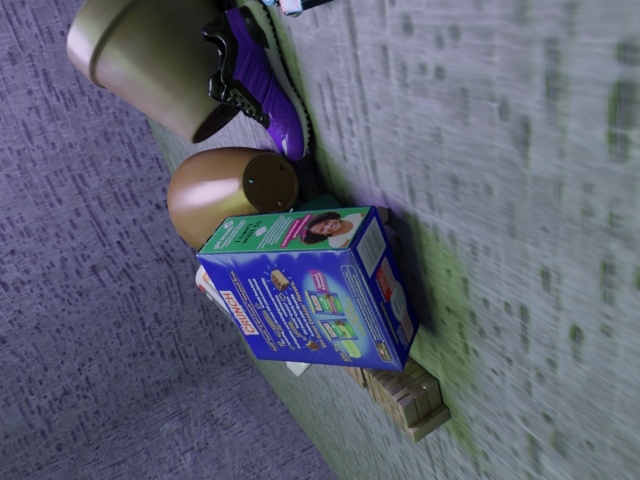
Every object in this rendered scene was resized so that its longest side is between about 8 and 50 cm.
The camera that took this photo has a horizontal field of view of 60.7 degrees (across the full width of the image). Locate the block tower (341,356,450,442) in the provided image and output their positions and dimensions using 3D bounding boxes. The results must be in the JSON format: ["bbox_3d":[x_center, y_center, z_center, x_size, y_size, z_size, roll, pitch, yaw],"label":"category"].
[{"bbox_3d":[0.122,0.267,1.143,0.335,0.090,0.097,35,148,54],"label":"block tower"}]

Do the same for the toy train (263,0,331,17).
[{"bbox_3d":[-0.043,-0.389,0.714,0.105,0.080,0.184,23,135,50],"label":"toy train"}]

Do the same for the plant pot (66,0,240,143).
[{"bbox_3d":[-0.289,-0.365,1.117,0.280,0.323,0.323,47,162,-3],"label":"plant pot"}]

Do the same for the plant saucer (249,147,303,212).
[{"bbox_3d":[-0.103,-0.087,1.343,0.318,0.043,0.318,52,160,29],"label":"plant saucer"}]

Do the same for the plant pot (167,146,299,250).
[{"bbox_3d":[-0.157,-0.095,1.104,0.254,0.237,0.237,-10,107,58],"label":"plant pot"}]

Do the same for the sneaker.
[{"bbox_3d":[-0.129,-0.268,0.993,0.102,0.146,0.294,14,128,67],"label":"sneaker"}]

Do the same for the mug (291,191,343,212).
[{"bbox_3d":[0.000,-0.005,1.083,0.158,0.097,0.129,63,162,1],"label":"mug"}]

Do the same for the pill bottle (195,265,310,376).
[{"bbox_3d":[-0.124,0.158,1.391,0.363,0.210,0.210,44,159,8],"label":"pill bottle"}]

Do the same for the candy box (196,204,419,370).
[{"bbox_3d":[-0.020,0.088,0.958,0.317,0.122,0.268,-3,126,32],"label":"candy box"}]

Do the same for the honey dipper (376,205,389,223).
[{"bbox_3d":[0.079,-0.031,0.952,0.031,0.030,0.160,63,166,0],"label":"honey dipper"}]
